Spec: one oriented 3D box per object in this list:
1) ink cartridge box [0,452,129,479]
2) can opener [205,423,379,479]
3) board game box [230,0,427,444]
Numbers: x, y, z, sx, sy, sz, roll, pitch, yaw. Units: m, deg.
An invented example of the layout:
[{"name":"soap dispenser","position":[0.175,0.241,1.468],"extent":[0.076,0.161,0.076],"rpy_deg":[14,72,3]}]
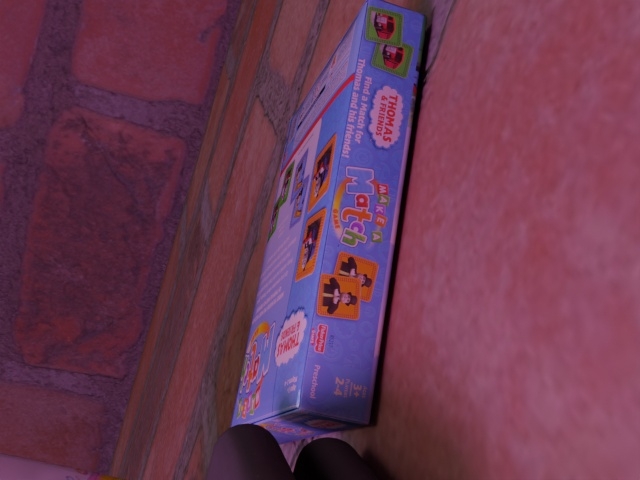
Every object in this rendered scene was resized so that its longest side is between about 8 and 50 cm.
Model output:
[{"name":"ink cartridge box","position":[-0.161,0.235,0.463],"extent":[0.168,0.233,0.171],"rpy_deg":[-88,18,-51]},{"name":"can opener","position":[0.004,0.126,0.245],"extent":[0.280,0.074,0.093],"rpy_deg":[-142,67,-76]},{"name":"board game box","position":[0.000,0.000,0.476],"extent":[0.160,0.039,0.211],"rpy_deg":[137,146,-67]}]
